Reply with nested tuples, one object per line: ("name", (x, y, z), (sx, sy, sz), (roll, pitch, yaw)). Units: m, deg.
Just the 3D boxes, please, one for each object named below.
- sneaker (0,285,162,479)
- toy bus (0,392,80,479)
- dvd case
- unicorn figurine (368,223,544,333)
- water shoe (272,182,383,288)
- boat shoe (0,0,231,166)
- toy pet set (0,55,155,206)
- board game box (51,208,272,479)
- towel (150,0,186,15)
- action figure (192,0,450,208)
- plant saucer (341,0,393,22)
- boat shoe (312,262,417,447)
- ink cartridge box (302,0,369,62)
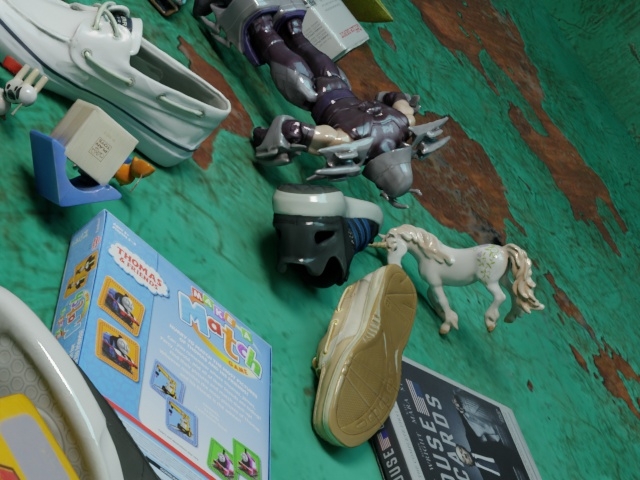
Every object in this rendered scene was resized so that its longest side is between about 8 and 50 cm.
("sneaker", (-0.094, 0.148, 0.671), (0.295, 0.104, 0.147), (61, 21, 2))
("toy bus", (-0.132, 0.176, 0.535), (0.332, 0.108, 0.130), (57, 22, 8))
("dvd case", (0.121, 0.190, 1.117), (0.239, 0.029, 0.179), (29, 32, -46))
("unicorn figurine", (0.125, 0.033, 1.270), (0.060, 0.162, 0.111), (-64, 143, -71))
("water shoe", (0.000, 0.000, 1.127), (0.203, 0.073, 0.080), (15, 82, -72))
("boat shoe", (-0.161, -0.142, 0.982), (0.226, 0.076, 0.083), (34, 29, -40))
("toy pet set", (-0.168, -0.055, 0.896), (0.122, 0.065, 0.114), (41, -10, -34))
("board game box", (-0.095, 0.096, 0.814), (0.160, 0.039, 0.211), (42, 26, -26))
("towel", (-0.231, -0.394, 1.259), (0.370, 0.040, 0.271), (47, 24, -16))
("action figure", (0.000, -0.134, 1.227), (0.185, 0.099, 0.285), (-9, 55, -48))
("plant saucer", (-0.011, -0.342, 1.560), (0.188, 0.045, 0.188), (39, 15, -46))
("boat shoe", (0.026, 0.092, 1.034), (0.063, 0.059, 0.170), (51, 42, -25))
("ink cartridge box", (-0.026, -0.248, 1.415), (0.150, 0.063, 0.109), (52, 22, -3))
